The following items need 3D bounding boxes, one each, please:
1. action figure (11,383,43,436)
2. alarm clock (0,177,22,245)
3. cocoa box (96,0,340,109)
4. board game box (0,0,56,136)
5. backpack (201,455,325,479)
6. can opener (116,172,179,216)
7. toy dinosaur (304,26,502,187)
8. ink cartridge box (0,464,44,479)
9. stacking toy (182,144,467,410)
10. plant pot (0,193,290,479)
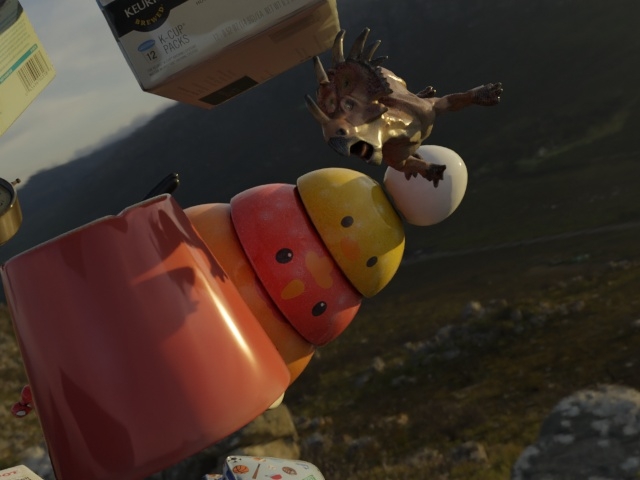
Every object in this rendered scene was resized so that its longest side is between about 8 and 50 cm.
[{"bbox_3d":[-0.483,0.298,1.675,0.280,0.139,0.091,-32,-7,2],"label":"action figure"},{"bbox_3d":[-0.477,-0.021,1.135,0.130,0.064,0.192,-2,35,-4],"label":"alarm clock"},{"bbox_3d":[-0.126,-0.316,1.020,0.232,0.227,0.347,-26,3,6],"label":"cocoa box"},{"bbox_3d":[-0.335,-0.187,0.579,0.098,0.303,0.224,-6,36,18],"label":"board game box"},{"bbox_3d":[-0.085,0.515,1.472,0.277,0.213,0.263,6,24,-23],"label":"backpack"},{"bbox_3d":[-0.356,-0.068,1.725,0.186,0.073,0.059,-49,39,10],"label":"can opener"},{"bbox_3d":[0.051,-0.149,0.911,0.200,0.127,0.296,18,6,-21],"label":"toy dinosaur"},{"bbox_3d":[-0.525,0.487,1.378,0.201,0.117,0.278,-7,11,-41],"label":"ink cartridge box"},{"bbox_3d":[0.000,0.000,1.259,0.480,0.350,0.350,-34,7,9],"label":"stacking toy"},{"bbox_3d":[-0.200,0.096,0.900,0.275,0.243,0.275,-23,5,2],"label":"plant pot"}]
